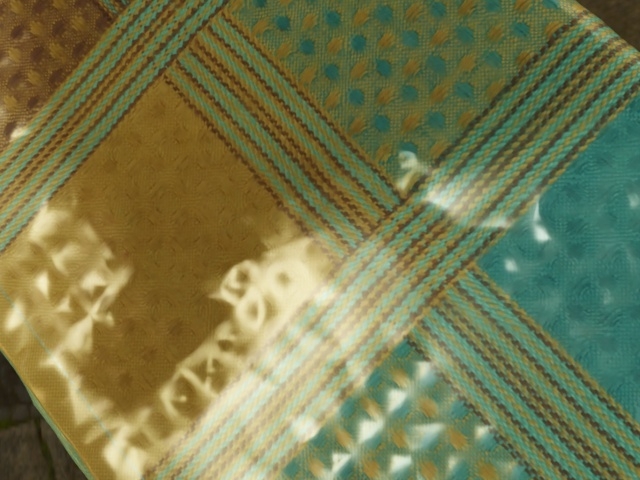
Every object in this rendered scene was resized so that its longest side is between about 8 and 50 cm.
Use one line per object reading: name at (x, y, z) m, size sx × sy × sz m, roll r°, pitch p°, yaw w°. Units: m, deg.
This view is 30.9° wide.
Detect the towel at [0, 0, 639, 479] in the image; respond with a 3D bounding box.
towel at (0.000, 0.000, 0.455) m, size 0.271 × 0.040 × 0.370 m, roll -44°, pitch 69°, yaw 6°
